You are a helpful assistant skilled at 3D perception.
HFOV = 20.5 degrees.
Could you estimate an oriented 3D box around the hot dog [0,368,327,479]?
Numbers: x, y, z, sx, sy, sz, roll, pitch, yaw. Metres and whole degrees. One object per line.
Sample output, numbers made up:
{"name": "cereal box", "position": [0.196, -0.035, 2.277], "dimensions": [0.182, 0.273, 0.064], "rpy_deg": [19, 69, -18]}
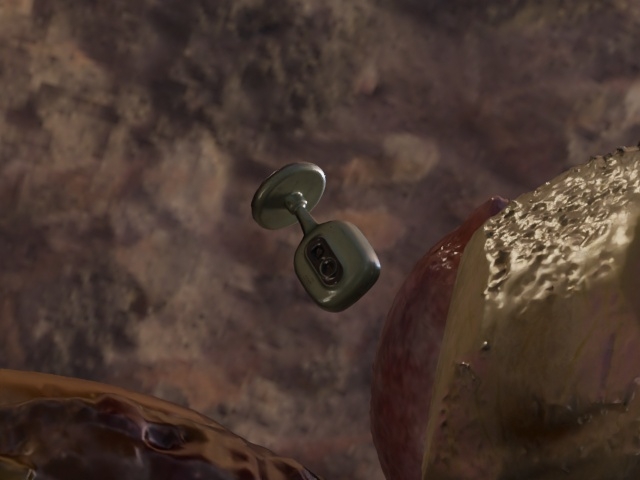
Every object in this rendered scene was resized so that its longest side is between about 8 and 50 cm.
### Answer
{"name": "hot dog", "position": [-0.042, 0.211, 0.638], "dimensions": [0.223, 0.405, 0.185], "rpy_deg": [-19, -146, 7]}

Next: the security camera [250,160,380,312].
{"name": "security camera", "position": [0.000, 0.000, 1.108], "dimensions": [0.058, 0.058, 0.092], "rpy_deg": [-12, -131, -34]}

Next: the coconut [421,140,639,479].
{"name": "coconut", "position": [0.153, 0.080, 0.747], "dimensions": [0.241, 0.241, 0.241], "rpy_deg": [13, -138, -12]}

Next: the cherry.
{"name": "cherry", "position": [0.120, 0.085, 1.121], "dimensions": [0.175, 0.249, 0.192], "rpy_deg": [-21, -150, -28]}
